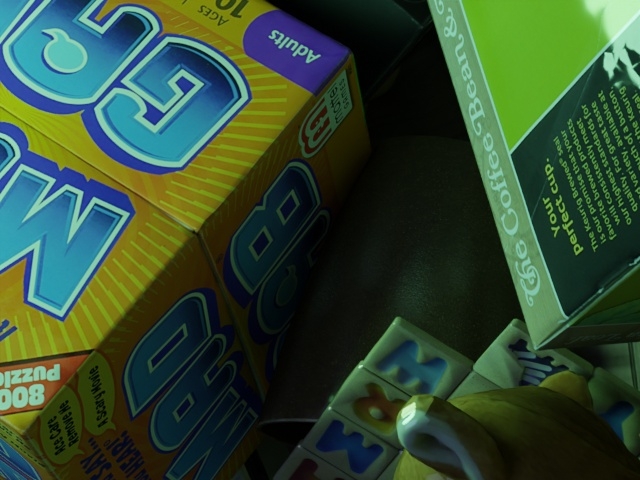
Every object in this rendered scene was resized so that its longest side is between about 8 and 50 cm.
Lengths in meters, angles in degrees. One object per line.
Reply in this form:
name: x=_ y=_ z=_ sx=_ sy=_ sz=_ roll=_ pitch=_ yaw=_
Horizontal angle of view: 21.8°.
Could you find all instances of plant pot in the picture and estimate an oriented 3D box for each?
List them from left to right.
plant pot: x=0.077 y=0.047 z=1.248 sx=0.215 sy=0.215 sz=0.230 roll=-21 pitch=56 yaw=63

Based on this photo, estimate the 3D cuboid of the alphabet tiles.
alphabet tiles: x=0.127 y=0.183 z=1.108 sx=0.011 sy=0.285 sz=0.342 roll=-60 pitch=2 yaw=-40

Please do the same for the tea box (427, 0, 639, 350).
tea box: x=0.226 y=-0.158 z=0.869 sx=0.323 sy=0.220 sz=0.329 roll=-49 pitch=50 yaw=54

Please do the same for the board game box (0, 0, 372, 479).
board game box: x=-0.199 y=-0.011 z=1.326 sx=0.356 sy=0.356 sz=0.356 roll=32 pitch=161 yaw=22

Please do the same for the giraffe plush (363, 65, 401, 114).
giraffe plush: x=-0.046 y=-0.201 z=1.452 sx=0.181 sy=0.170 sz=0.210 roll=-43 pitch=50 yaw=48

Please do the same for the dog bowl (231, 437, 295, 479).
dog bowl: x=-0.050 y=0.337 z=1.568 sx=0.408 sy=0.150 sz=0.408 roll=177 pitch=90 yaw=-65

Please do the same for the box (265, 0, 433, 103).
box: x=-0.019 y=-0.250 z=1.295 sx=0.270 sy=0.143 sz=0.165 roll=41 pitch=146 yaw=-1

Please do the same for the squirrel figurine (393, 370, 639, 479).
squirrel figurine: x=0.212 y=0.183 z=0.835 sx=0.370 sy=0.281 sz=0.397 roll=50 pitch=121 yaw=27
